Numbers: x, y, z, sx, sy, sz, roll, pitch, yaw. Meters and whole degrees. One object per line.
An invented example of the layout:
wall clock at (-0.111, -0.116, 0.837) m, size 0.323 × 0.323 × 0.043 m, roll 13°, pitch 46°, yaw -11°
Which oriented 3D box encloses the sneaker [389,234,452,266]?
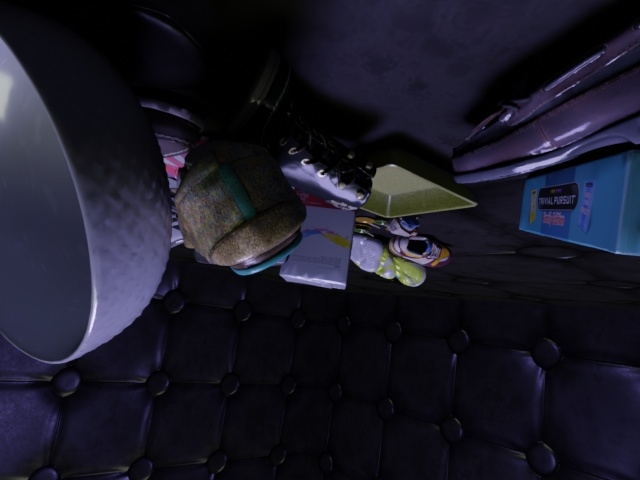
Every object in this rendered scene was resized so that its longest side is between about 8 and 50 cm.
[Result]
sneaker at (0.269, 0.028, 1.085) m, size 0.185 × 0.070 × 0.084 m, roll 11°, pitch 174°, yaw -20°

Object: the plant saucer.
plant saucer at (0.108, -0.087, 0.654) m, size 0.188 × 0.045 × 0.188 m, roll 16°, pitch 168°, yaw -36°

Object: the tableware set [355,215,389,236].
tableware set at (0.109, -0.033, 1.007) m, size 0.154 × 0.024 × 0.104 m, roll 0°, pitch 166°, yaw 40°

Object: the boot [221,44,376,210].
boot at (-0.011, -0.104, 0.462) m, size 0.178 × 0.085 × 0.236 m, roll 24°, pitch 173°, yaw -13°

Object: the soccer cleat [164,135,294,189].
soccer cleat at (-0.153, -0.100, 0.638) m, size 0.248 × 0.095 × 0.083 m, roll 4°, pitch 173°, yaw 15°

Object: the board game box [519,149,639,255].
board game box at (0.375, -0.030, 0.435) m, size 0.253 × 0.079 × 0.336 m, roll 5°, pitch -175°, yaw 13°

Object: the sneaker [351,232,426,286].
sneaker at (0.176, 0.044, 1.187) m, size 0.240 × 0.091 × 0.126 m, roll 30°, pitch -161°, yaw 2°

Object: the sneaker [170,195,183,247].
sneaker at (-0.417, -0.042, 1.040) m, size 0.330 × 0.146 × 0.122 m, roll 11°, pitch 171°, yaw -7°

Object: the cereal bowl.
cereal bowl at (-0.271, -0.058, 0.446) m, size 0.338 × 0.339 × 0.141 m, roll 1°, pitch -163°, yaw 34°

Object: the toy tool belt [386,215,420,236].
toy tool belt at (0.176, -0.036, 0.867) m, size 0.083 × 0.052 × 0.051 m, roll 10°, pitch 127°, yaw -35°

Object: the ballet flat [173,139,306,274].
ballet flat at (-0.109, -0.047, 0.470) m, size 0.123 × 0.123 × 0.348 m, roll 12°, pitch 180°, yaw -20°

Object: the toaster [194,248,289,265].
toaster at (-0.138, -0.030, 0.764) m, size 0.110 × 0.186 × 0.168 m, roll 4°, pitch 175°, yaw -42°

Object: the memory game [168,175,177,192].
memory game at (-0.332, -0.126, 0.870) m, size 0.186 × 0.012 × 0.186 m, roll 8°, pitch 170°, yaw 1°

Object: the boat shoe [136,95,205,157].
boat shoe at (-0.305, -0.131, 0.586) m, size 0.324 × 0.097 × 0.116 m, roll 5°, pitch 169°, yaw 18°

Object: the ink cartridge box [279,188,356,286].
ink cartridge box at (0.000, 0.000, 0.841) m, size 0.127 × 0.176 × 0.128 m, roll 7°, pitch 169°, yaw 4°

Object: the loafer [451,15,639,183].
loafer at (0.216, -0.118, 0.355) m, size 0.109 × 0.095 × 0.302 m, roll -20°, pitch -176°, yaw -20°
